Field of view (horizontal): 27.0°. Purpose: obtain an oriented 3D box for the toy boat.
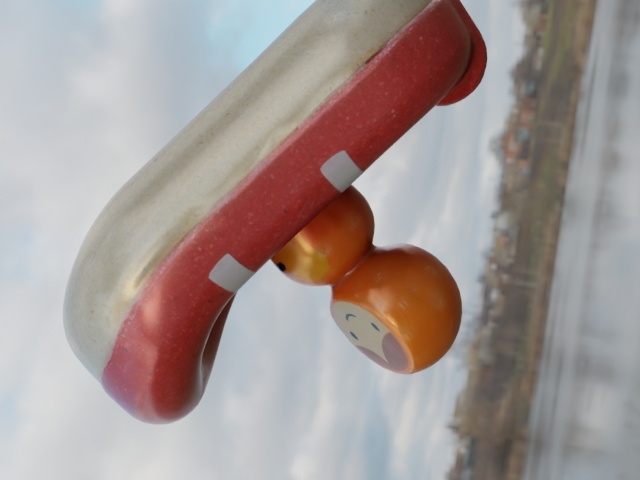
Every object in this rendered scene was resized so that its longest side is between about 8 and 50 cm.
[{"bbox_3d":[0.000,0.000,0.594,0.231,0.151,0.151,-43,3,7],"label":"toy boat"}]
